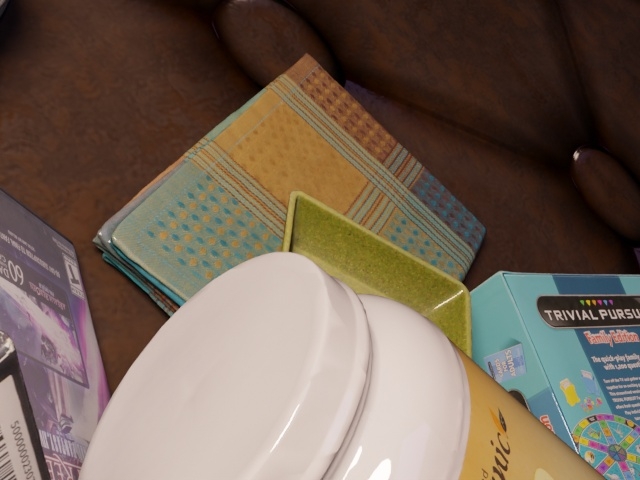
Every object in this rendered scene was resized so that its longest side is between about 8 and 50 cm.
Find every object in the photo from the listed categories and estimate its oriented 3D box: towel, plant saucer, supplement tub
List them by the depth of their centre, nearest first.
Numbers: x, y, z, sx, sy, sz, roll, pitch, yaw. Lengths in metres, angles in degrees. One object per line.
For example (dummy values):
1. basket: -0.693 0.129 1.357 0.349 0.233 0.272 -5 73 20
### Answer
1. supplement tub: 0.038 0.175 0.614 0.316 0.228 0.228 41 40 -27
2. plant saucer: 0.034 0.077 0.802 0.188 0.045 0.188 29 43 -22
3. towel: 0.000 0.000 0.903 0.271 0.040 0.370 45 39 -6

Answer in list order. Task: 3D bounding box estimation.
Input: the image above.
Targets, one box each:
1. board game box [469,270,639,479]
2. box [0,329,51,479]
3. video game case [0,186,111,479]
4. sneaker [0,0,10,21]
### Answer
1. board game box: 0.287 0.194 0.967 0.253 0.079 0.336 3 57 -39
2. box: -0.245 0.084 0.417 0.270 0.165 0.143 24 42 31
3. video game case: -0.168 0.089 0.607 0.196 0.026 0.274 57 11 -66
4. sneaker: -0.296 -0.132 0.675 0.112 0.131 0.319 33 43 -16
